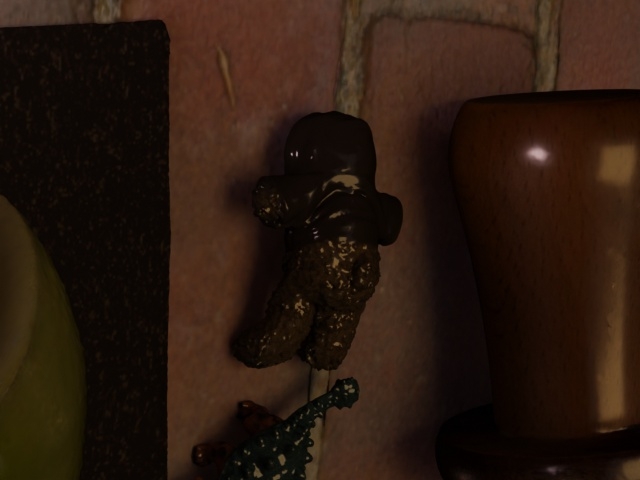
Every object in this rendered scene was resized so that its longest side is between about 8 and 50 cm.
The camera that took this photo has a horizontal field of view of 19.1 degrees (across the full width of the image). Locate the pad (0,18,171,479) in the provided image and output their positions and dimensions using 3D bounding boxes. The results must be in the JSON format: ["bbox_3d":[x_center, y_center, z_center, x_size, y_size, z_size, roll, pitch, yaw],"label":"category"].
[{"bbox_3d":[-0.162,0.050,1.014,0.220,0.004,0.330,-9,105,-46],"label":"pad"}]

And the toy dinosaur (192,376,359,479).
[{"bbox_3d":[-0.031,0.126,1.138,0.154,0.055,0.049,-38,121,-33],"label":"toy dinosaur"}]

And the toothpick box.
[{"bbox_3d":[0.167,0.051,1.249,0.192,0.192,0.294,-10,100,-46],"label":"toothpick box"}]

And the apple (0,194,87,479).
[{"bbox_3d":[-0.237,0.074,0.754,0.292,0.254,0.292,-16,114,-42],"label":"apple"}]

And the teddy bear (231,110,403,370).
[{"bbox_3d":[0.006,0.003,1.134,0.119,0.078,0.160,3,97,-44],"label":"teddy bear"}]
